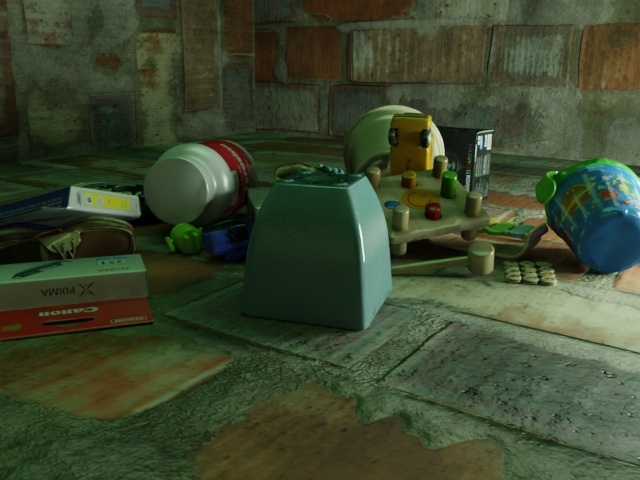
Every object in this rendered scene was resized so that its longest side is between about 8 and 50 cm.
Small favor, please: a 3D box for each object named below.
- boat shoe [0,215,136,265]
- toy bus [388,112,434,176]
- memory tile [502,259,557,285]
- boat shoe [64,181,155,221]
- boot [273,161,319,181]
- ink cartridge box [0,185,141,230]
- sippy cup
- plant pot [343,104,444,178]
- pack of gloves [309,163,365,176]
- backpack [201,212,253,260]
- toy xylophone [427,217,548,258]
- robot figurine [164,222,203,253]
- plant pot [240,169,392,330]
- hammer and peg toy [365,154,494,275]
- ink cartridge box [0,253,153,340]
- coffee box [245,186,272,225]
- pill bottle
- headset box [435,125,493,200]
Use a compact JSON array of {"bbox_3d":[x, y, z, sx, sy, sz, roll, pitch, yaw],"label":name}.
[{"bbox_3d":[-0.566,0.030,1.417,0.323,0.123,0.120,-9,21,-4],"label":"boat shoe"},{"bbox_3d":[0.251,-0.186,1.801,0.108,0.333,0.130,6,26,18],"label":"toy bus"},{"bbox_3d":[0.471,0.071,1.484,0.113,0.012,0.148,5,15,13],"label":"memory tile"},{"bbox_3d":[-0.573,-0.110,1.869,0.158,0.127,0.340,4,13,40],"label":"boat shoe"},{"bbox_3d":[0.032,-0.127,1.814,0.236,0.089,0.269,-4,-23,26],"label":"boot"},{"bbox_3d":[-0.635,-0.061,1.517,0.303,0.072,0.307,-11,-9,23],"label":"ink cartridge box"},{"bbox_3d":[0.664,-0.044,1.542,0.305,0.240,0.224,-4,29,10],"label":"sippy cup"},{"bbox_3d":[0.222,-0.221,2.038,0.333,0.334,0.305,3,25,7],"label":"plant pot"},{"bbox_3d":[0.078,-0.182,1.791,0.195,0.046,0.232,24,3,-9],"label":"pack of gloves"},{"bbox_3d":[-0.218,-0.003,1.554,0.120,0.101,0.098,-11,11,-10],"label":"backpack"},{"bbox_3d":[0.425,-0.027,1.711,0.322,0.081,0.236,9,17,26],"label":"toy xylophone"},{"bbox_3d":[-0.330,-0.006,1.620,0.101,0.067,0.115,-20,23,-24],"label":"robot figurine"},{"bbox_3d":[0.000,0.000,1.269,0.247,0.252,0.247,5,16,17],"label":"plant pot"},{"bbox_3d":[0.250,-0.060,1.544,0.265,0.127,0.361,-10,38,-12],"label":"hammer and peg toy"},{"bbox_3d":[-0.477,0.098,1.241,0.296,0.066,0.261,-5,15,-19],"label":"ink cartridge box"},{"bbox_3d":[-0.123,-0.043,1.630,0.098,0.141,0.246,-6,15,-10],"label":"coffee box"},{"bbox_3d":[-0.331,-0.161,1.838,0.229,0.229,0.408,3,11,9],"label":"pill bottle"},{"bbox_3d":[0.436,-0.271,2.290,0.283,0.246,0.131,14,19,37],"label":"headset box"}]
